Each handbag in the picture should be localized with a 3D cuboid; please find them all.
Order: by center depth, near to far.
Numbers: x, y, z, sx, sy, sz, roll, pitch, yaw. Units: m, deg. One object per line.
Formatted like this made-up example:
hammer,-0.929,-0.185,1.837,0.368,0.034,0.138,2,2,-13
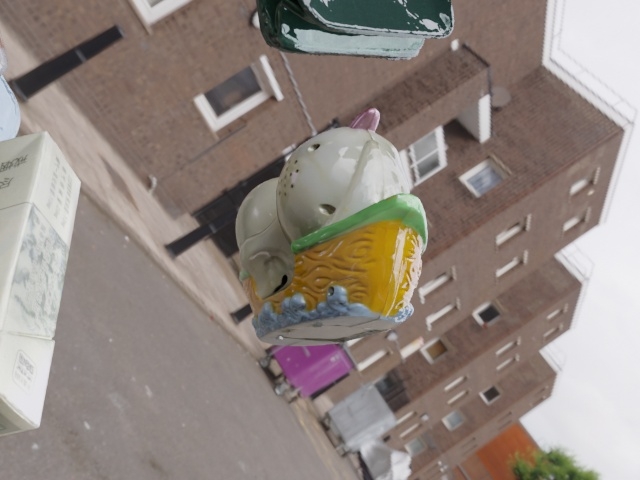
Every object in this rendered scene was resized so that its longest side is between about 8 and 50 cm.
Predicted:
handbag,0.048,-0.383,0.896,0.089,0.326,0.239,-14,-91,49

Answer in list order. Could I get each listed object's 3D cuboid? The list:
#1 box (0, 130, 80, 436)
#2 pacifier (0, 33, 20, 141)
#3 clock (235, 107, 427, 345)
box,-0.291,0.034,0.498,0.069,0.164,0.257,74,4,-47
pacifier,-0.440,-0.195,0.648,0.227,0.207,0.279,6,63,-65
clock,0.000,0.000,0.467,0.231,0.103,0.144,-28,-124,56
